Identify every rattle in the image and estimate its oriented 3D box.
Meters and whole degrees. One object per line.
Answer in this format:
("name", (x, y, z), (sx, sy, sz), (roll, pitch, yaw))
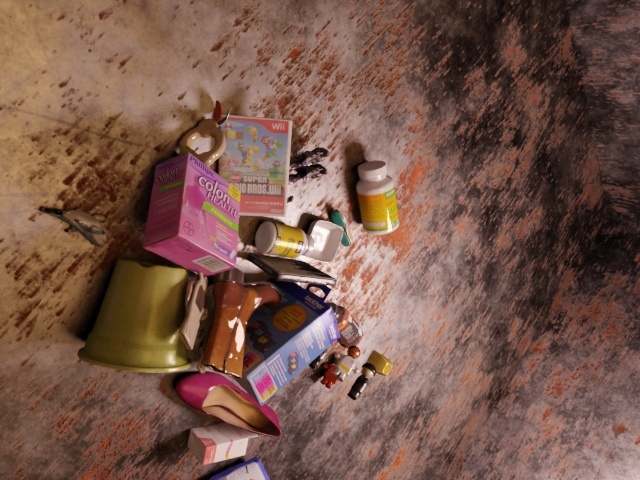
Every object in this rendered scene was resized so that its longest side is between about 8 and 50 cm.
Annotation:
("rattle", (-0.295, -0.264, 1.341), (0.142, 0.130, 0.199), (56, 41, -48))

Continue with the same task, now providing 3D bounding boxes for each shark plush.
("shark plush", (-0.595, -0.035, 1.175), (0.067, 0.073, 0.161), (-45, 140, 19))

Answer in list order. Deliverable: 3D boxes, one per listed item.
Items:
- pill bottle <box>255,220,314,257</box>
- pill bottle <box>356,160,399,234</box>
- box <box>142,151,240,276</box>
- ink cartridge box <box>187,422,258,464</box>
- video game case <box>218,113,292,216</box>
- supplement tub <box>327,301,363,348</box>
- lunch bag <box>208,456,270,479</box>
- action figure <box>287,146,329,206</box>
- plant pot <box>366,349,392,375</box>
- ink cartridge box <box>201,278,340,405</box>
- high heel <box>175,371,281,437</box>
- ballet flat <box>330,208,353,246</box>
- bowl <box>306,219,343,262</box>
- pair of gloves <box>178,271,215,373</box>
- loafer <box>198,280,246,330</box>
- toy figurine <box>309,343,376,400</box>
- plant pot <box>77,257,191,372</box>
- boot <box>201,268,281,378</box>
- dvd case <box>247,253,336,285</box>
("pill bottle", (-0.111, 0.002, 1.558), (0.184, 0.103, 0.103), (12, 96, -41))
("pill bottle", (0.203, -0.156, 1.747), (0.136, 0.136, 0.245), (-29, 121, -30))
("box", (-0.321, -0.061, 1.250), (0.213, 0.117, 0.242), (39, 41, -50))
("ink cartridge box", (-0.319, 0.661, 1.594), (0.198, 0.115, 0.067), (6, 99, -41))
("video game case", (-0.193, -0.213, 1.404), (0.204, 0.025, 0.284), (2, 103, -10))
("supplement tub", (0.076, 0.315, 1.819), (0.106, 0.106, 0.198), (-49, 130, -16))
("lunch bag", (-0.308, 0.984, 1.644), (0.328, 0.239, 0.385), (-14, 97, -36))
("action figure", (-0.109, -0.203, 1.499), (0.285, 0.099, 0.185), (-28, 131, -25))
("plant pot", (0.257, 0.530, 2.058), (0.081, 0.083, 0.081), (38, 80, -41))
("ink cartridge box", (-0.130, 0.276, 1.521), (0.396, 0.270, 0.151), (-35, 131, -27))
("high heel", (-0.280, 0.527, 1.538), (0.377, 0.181, 0.127), (33, 82, -42))
("ballet flat", (0.078, -0.052, 1.745), (0.052, 0.057, 0.168), (-61, 143, -45))
("bowl", (0.000, 0.000, 1.685), (0.142, 0.053, 0.141), (17, 93, -43))
("pair of gloves", (-0.316, 0.218, 1.279), (0.240, 0.042, 0.204), (80, 11, -51))
("loafer", (-0.327, 0.194, 1.447), (0.269, 0.092, 0.101), (-38, 124, -26))
("toy figurine", (0.080, 0.467, 1.806), (0.148, 0.213, 0.209), (-51, 128, -28))
("plant pot", (-0.453, 0.182, 1.251), (0.276, 0.276, 0.253), (13, 84, -42))
("boot", (-0.207, 0.239, 1.348), (0.264, 0.096, 0.280), (42, 43, -54))
("dvd case", (-0.090, 0.095, 1.555), (0.239, 0.179, 0.029), (10, 101, -41))
